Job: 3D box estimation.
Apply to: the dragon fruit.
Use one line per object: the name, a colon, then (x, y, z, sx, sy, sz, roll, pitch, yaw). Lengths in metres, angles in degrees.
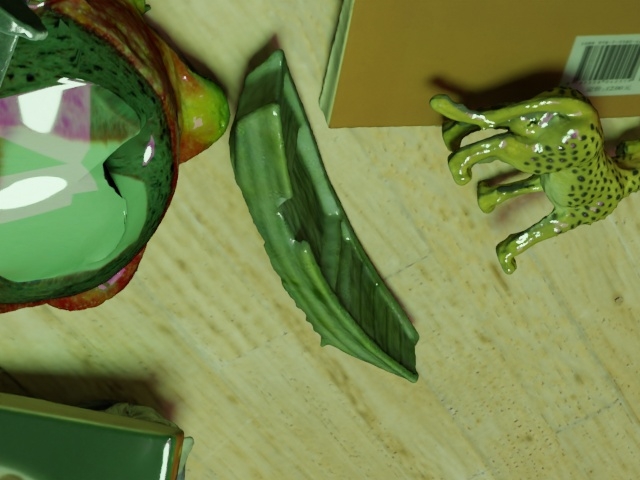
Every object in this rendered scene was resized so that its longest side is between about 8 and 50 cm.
dragon fruit: (-0.197, -0.060, 0.904, 0.295, 0.130, 0.268, -7, 124, -9)

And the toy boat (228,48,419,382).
toy boat: (0.000, 0.000, 1.023, 0.055, 0.093, 0.293, -11, 135, 17)

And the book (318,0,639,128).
book: (0.154, -0.204, 0.888, 0.263, 0.028, 0.374, -2, 141, -13)

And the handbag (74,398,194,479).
handbag: (-0.161, 0.193, 1.142, 0.117, 0.095, 0.173, -6, 138, -17)

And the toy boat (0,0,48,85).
toy boat: (-0.204, -0.091, 0.733, 0.092, 0.141, 0.319, 39, 108, 8)

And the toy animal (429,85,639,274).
toy animal: (0.159, -0.062, 1.002, 0.136, 0.073, 0.181, -22, 144, 12)

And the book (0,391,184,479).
book: (-0.254, 0.290, 1.063, 0.260, 0.043, 0.370, 11, 96, 1)
